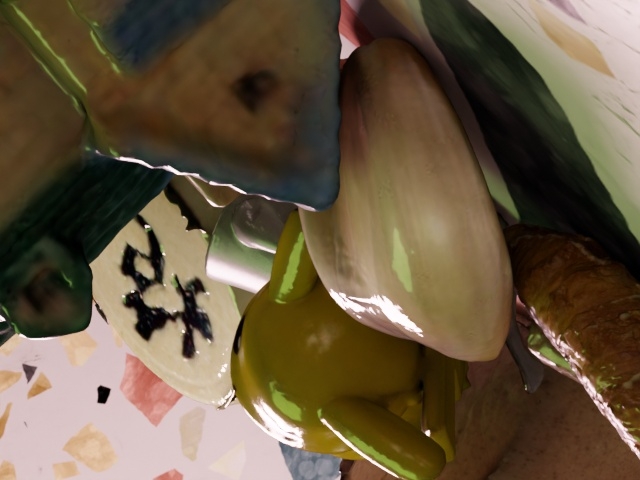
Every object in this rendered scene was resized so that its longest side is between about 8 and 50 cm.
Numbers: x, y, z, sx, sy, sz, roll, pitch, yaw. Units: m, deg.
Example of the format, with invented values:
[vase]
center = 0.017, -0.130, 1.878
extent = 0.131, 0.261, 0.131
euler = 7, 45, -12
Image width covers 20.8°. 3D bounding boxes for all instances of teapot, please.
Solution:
[teapot]
center = 0.000, 0.000, 1.633
extent = 0.149, 0.162, 0.239
euler = 30, -171, 14

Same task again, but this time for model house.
[model house]
center = -0.183, -0.093, 1.095
extent = 0.343, 0.382, 0.334
euler = 53, 172, -23

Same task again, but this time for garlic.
[garlic]
center = 0.047, -0.017, 1.145
extent = 0.228, 0.110, 0.217
euler = 67, 167, -1

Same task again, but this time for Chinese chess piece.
[Chinese chess piece]
center = -0.136, 0.012, 1.872
extent = 0.349, 0.146, 0.349
euler = 37, 143, 34

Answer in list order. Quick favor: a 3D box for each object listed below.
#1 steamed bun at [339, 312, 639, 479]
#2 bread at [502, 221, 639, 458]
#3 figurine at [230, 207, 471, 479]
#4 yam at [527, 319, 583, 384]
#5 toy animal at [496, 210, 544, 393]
[steamed bun]
center = 0.167, 0.208, 1.543
extent = 0.199, 0.251, 0.301
euler = 35, 179, -16
[bread]
center = 0.189, 0.061, 1.116
extent = 0.105, 0.076, 0.233
euler = 52, -175, -45
[figurine]
center = 0.029, 0.100, 1.387
extent = 0.218, 0.169, 0.326
euler = 65, -168, 9
[yam]
center = 0.246, 0.121, 1.190
extent = 0.241, 0.057, 0.057
euler = 35, 171, 10
[toy animal]
center = 0.120, 0.010, 1.285
extent = 0.202, 0.070, 0.105
euler = 50, 131, 11
